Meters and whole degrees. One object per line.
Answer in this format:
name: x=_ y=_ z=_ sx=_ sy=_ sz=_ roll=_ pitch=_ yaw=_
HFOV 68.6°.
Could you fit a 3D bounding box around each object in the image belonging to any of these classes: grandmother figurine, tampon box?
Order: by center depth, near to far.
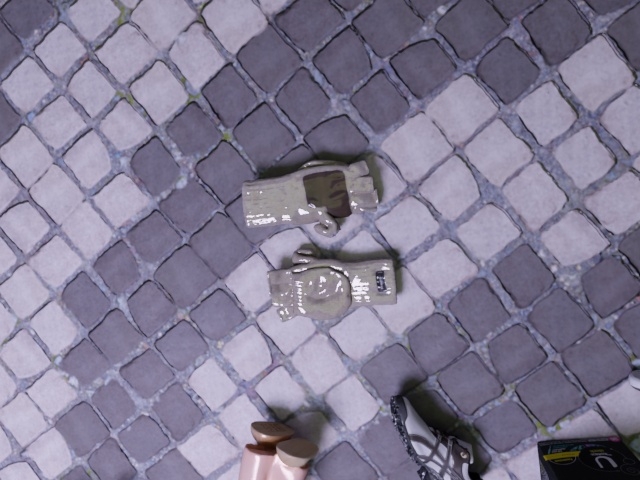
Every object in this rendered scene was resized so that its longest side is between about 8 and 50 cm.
tampon box: x=0.382 y=0.356 z=0.633 sx=0.120 sy=0.161 sz=0.101 roll=-8 pitch=94 yaw=9
grandmother figurine: x=-0.108 y=0.464 z=0.719 sx=0.104 sy=0.208 sz=0.342 roll=17 pitch=87 yaw=-34

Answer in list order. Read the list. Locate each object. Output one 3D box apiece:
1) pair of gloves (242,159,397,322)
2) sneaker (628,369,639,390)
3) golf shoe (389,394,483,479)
pair of gloves: x=0.000 y=0.000 z=0.715 sx=0.204 sy=0.042 sz=0.240 roll=-14 pitch=95 yaw=6
sneaker: x=0.512 y=0.229 z=0.654 sx=0.158 sy=0.061 sz=0.065 roll=13 pitch=104 yaw=8
golf shoe: x=0.174 y=0.308 z=0.710 sx=0.094 sy=0.077 sz=0.198 roll=-28 pitch=98 yaw=-1
